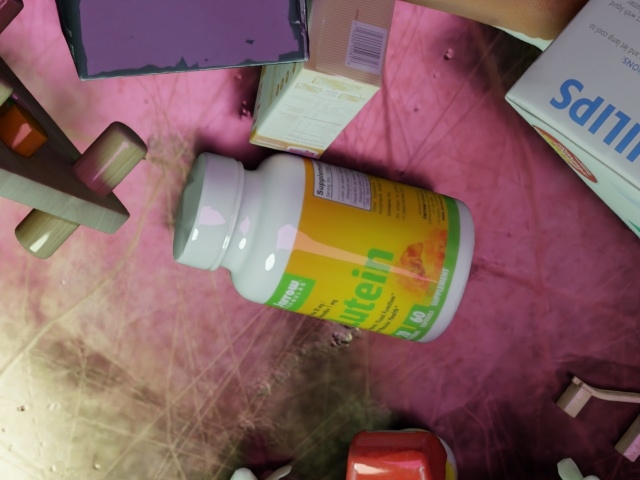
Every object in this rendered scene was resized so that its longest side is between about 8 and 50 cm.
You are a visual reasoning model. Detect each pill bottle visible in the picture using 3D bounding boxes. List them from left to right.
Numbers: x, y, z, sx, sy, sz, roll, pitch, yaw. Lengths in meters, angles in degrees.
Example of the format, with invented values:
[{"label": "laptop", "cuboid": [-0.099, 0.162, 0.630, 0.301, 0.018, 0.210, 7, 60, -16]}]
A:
[{"label": "pill bottle", "cuboid": [0.000, 0.000, 1.437, 0.246, 0.136, 0.136, 14, 101, -14]}]

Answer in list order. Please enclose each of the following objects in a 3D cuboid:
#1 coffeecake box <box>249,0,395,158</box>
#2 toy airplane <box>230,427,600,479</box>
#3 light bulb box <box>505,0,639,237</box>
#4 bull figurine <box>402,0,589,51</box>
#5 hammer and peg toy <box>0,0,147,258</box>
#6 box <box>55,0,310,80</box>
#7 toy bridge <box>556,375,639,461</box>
[{"label": "coffeecake box", "cuboid": [0.003, -0.167, 1.346, 0.068, 0.185, 0.142, 13, 72, -12]}, {"label": "toy airplane", "cuboid": [0.089, 0.309, 1.495, 0.386, 0.272, 0.384, 28, 135, -25]}, {"label": "light bulb box", "cuboid": [0.420, -0.123, 1.381, 0.361, 0.225, 0.358, -48, 133, 3]}, {"label": "bull figurine", "cuboid": [0.176, -0.256, 1.427, 0.310, 0.101, 0.188, 13, 97, -16]}, {"label": "hammer and peg toy", "cuboid": [-0.315, -0.153, 1.224, 0.127, 0.266, 0.361, -46, 66, 10]}, {"label": "box", "cuboid": [-0.128, -0.292, 1.254, 0.183, 0.296, 0.294, -7, 105, -10]}, {"label": "toy bridge", "cuboid": [0.319, 0.189, 1.605, 0.188, 0.026, 0.063, 37, 92, -17]}]
